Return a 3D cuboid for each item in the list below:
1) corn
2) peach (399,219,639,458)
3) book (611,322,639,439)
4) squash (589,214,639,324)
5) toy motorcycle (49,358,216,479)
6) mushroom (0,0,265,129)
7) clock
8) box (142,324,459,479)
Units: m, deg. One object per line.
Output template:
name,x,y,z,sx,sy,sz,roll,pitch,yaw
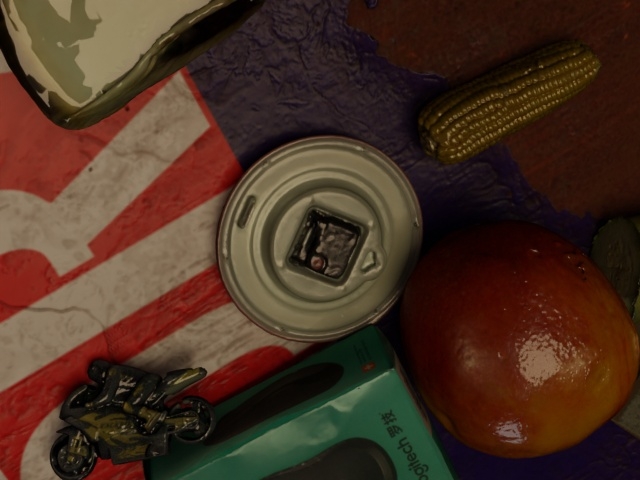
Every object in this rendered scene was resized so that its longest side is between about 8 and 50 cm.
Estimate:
corn,0.214,-0.164,1.292,0.231,0.080,0.080,-30,112,-9
peach,0.224,0.106,1.281,0.281,0.238,0.280,11,115,25
book,0.425,0.184,1.487,0.199,0.016,0.138,33,93,-22
squash,0.457,-0.004,1.396,0.288,0.137,0.137,-24,111,-16
toy motorcycle,-0.214,0.185,1.249,0.193,0.061,0.124,-18,79,2
mushroom,-0.172,-0.276,1.087,0.292,0.212,0.217,-34,92,18
clock,0.000,0.000,1.282,0.244,0.056,0.244,-5,107,-17
box,-0.019,0.263,1.292,0.311,0.118,0.205,-27,110,1
